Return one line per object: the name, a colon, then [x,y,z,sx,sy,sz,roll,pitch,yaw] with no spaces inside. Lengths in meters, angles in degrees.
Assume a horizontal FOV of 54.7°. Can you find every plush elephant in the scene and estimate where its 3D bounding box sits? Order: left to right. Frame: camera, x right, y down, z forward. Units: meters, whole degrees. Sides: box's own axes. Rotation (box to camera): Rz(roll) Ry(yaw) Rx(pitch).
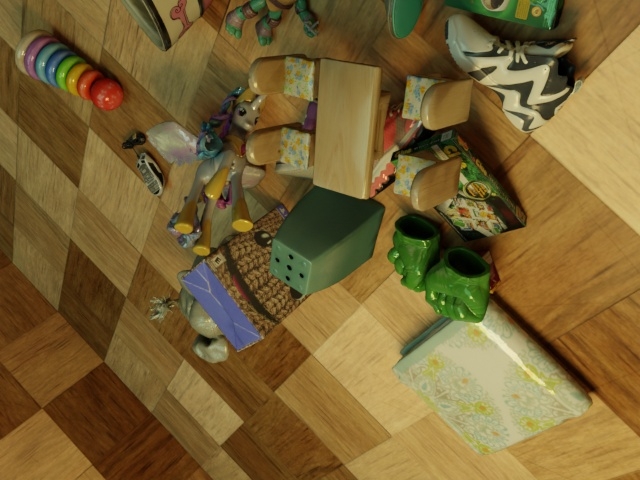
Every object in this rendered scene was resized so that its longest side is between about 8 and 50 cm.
plush elephant: [-0.277,0.170,1.670,0.255,0.330,0.272,23,129,55]

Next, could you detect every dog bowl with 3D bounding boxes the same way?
dog bowl: [-0.365,-0.590,1.220,0.408,0.150,0.408,53,171,11]

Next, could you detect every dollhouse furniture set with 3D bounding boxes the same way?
dollhouse furniture set: [0.024,-0.260,0.985,0.362,0.256,0.394,20,117,34]

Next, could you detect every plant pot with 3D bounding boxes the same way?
plant pot: [0.000,0.000,1.383,0.165,0.234,0.165,32,136,21]

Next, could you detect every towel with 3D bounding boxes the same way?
towel: [0.366,0.314,1.405,0.320,0.090,0.374,43,139,4]

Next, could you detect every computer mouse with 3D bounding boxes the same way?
computer mouse: [-0.512,-0.223,1.832,0.106,0.042,0.193,-22,98,44]

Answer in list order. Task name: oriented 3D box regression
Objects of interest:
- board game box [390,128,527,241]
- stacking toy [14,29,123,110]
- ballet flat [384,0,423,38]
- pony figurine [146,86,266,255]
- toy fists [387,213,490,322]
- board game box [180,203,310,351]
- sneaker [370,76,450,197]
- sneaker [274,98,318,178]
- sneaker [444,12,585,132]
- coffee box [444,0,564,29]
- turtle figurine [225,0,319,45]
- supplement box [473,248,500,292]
board game box: [0.259,-0.093,1.145,0.136,0.030,0.259,-14,135,43]
stacking toy: [-0.699,-0.465,1.759,0.330,0.141,0.141,33,137,13]
ballet flat: [0.142,-0.456,1.053,0.068,0.072,0.213,53,148,43]
pony figurine: [-0.239,-0.159,1.424,0.302,0.364,0.351,26,147,-29]
toy fists: [0.237,0.067,1.275,0.279,0.096,0.142,40,147,45]
board game box: [-0.151,0.089,1.542,0.232,0.291,0.141,53,139,-4]
sneaker: [0.132,-0.213,1.196,0.136,0.116,0.314,46,140,8]
sneaker: [-0.016,-0.222,1.357,0.282,0.102,0.161,-4,79,64]
sneaker: [0.318,-0.298,0.979,0.235,0.094,0.153,52,138,-2]
coffee box: [0.290,-0.406,0.962,0.184,0.040,0.113,24,133,27]
turtle figurine: [-0.076,-0.462,1.203,0.175,0.118,0.234,23,156,-34]
supplement box: [0.329,0.064,1.279,0.055,0.043,0.083,-6,114,46]
